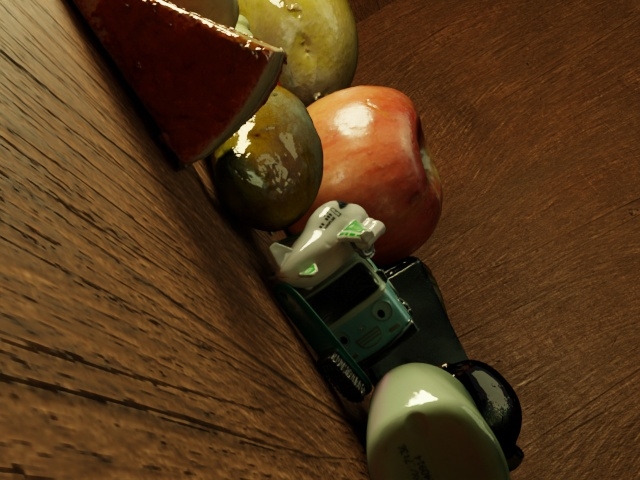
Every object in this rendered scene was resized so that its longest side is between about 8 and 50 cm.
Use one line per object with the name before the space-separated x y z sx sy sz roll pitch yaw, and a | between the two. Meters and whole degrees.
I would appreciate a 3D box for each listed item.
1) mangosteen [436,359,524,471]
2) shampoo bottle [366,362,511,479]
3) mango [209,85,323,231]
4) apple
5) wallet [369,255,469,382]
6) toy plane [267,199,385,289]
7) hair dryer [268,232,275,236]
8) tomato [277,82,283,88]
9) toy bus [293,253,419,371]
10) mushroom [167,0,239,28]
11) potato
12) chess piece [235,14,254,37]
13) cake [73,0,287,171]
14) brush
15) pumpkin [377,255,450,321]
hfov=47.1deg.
mangosteen | 0.253 0.334 1.308 0.242 0.243 0.243 59 4 -7
shampoo bottle | 0.142 0.258 0.954 0.221 0.151 0.349 64 3 3
mango | -0.077 -0.113 0.998 0.192 0.146 0.316 54 16 -20
apple | 0.065 -0.119 1.470 0.363 0.364 0.364 59 4 -7
wallet | 0.185 0.225 1.407 0.378 0.191 0.046 61 -11 -19
toy plane | 0.002 0.003 0.945 0.174 0.174 0.080 -107 172 -73
hair dryer | -0.095 -0.103 1.170 0.057 0.101 0.197 27 48 -82
tomato | -0.133 -0.270 1.266 0.225 0.085 0.225 41 -12 11
toy bus | 0.034 0.075 1.084 0.164 0.133 0.271 54 3 -12
mushroom | -0.197 -0.382 1.043 0.246 0.202 0.246 55 -6 9
potato | -0.098 -0.469 1.785 0.319 0.386 0.441 -95 165 -56
chess piece | -0.173 -0.343 1.585 0.144 0.145 0.251 41 24 -78
cake | -0.150 -0.229 0.787 0.262 0.160 0.158 57 7 -12
brush | 0.000 0.132 0.913 0.193 0.043 0.032 52 39 -18
pumpkin | 0.180 0.178 1.578 0.320 0.192 0.320 -21 90 -90
